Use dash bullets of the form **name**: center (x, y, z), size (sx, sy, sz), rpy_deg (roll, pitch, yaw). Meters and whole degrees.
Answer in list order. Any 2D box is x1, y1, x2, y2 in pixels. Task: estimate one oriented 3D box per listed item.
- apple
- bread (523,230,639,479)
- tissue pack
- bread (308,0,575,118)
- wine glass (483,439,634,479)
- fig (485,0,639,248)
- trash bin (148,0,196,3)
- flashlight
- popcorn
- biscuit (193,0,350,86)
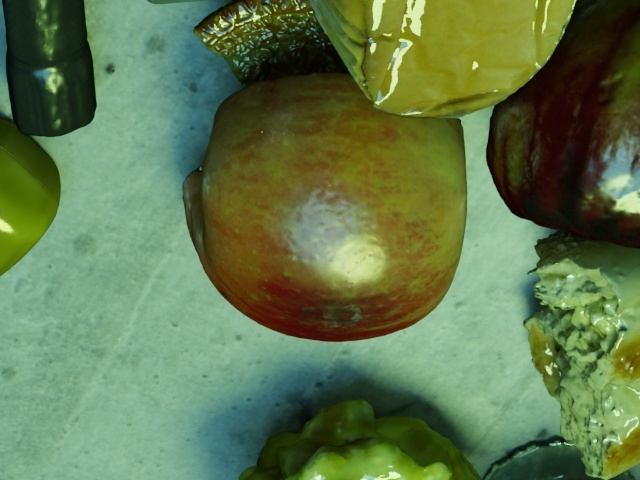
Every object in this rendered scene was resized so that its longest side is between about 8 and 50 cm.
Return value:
- **apple**: center (0.000, 0.000, 1.316), size (0.251, 0.163, 0.293), rpy_deg (5, 146, -5)
- **bread**: center (0.299, 0.075, 1.400), size (0.192, 0.171, 0.314), rpy_deg (-26, 141, -4)
- **tissue pack**: center (-0.336, -0.019, 1.400), size (0.178, 0.127, 0.123), rpy_deg (-33, 120, 24)
- **bread**: center (0.093, -0.250, 1.158), size (0.204, 0.156, 0.288), rpy_deg (-15, 135, -13)
- **wine glass**: center (0.264, 0.381, 1.535), size (0.238, 0.323, 0.238), rpy_deg (3, 126, 4)
- **fig**: center (0.261, -0.105, 1.254), size (0.224, 0.224, 0.263), rpy_deg (36, 118, -21)
- **trash bin**: center (-0.086, -0.316, 1.197), size (0.177, 0.101, 0.236), rpy_deg (-5, 128, 4)
- **flashlight**: center (-0.237, -0.264, 1.218), size (0.103, 0.103, 0.424), rpy_deg (4, 133, 0)
- **popcorn**: center (0.033, 0.305, 1.519), size (0.247, 0.282, 0.282), rpy_deg (40, 119, -7)
- **biscuit**: center (-0.008, -0.160, 1.311), size (0.126, 0.025, 0.206), rpy_deg (-38, 135, 19)
